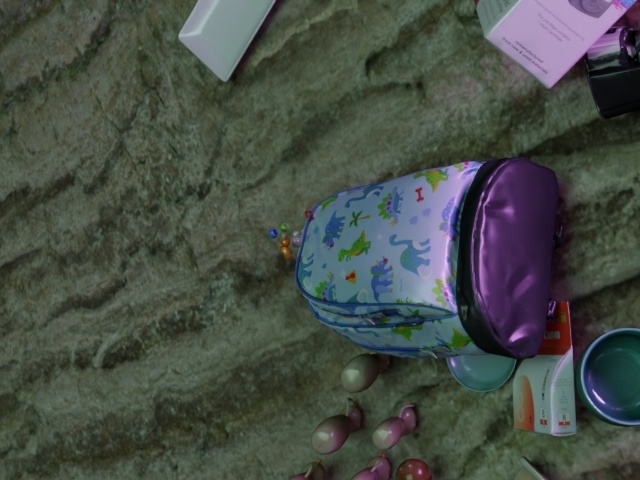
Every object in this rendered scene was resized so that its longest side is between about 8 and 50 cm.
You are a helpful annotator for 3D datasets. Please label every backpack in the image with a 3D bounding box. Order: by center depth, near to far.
[{"bbox_3d":[0.137,0.034,1.828,0.355,0.273,0.290,-18,57,56],"label":"backpack"}]

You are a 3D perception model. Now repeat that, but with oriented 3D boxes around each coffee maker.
[{"bbox_3d":[0.453,-0.219,1.689,0.178,0.120,0.171,-13,81,35],"label":"coffee maker"}]

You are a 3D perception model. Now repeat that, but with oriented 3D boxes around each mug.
[{"bbox_3d":[0.420,0.188,1.702,0.158,0.097,0.129,17,82,6],"label":"mug"}]

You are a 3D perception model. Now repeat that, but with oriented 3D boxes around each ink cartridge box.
[{"bbox_3d":[0.351,-0.387,1.700,0.306,0.131,0.226,-48,21,25],"label":"ink cartridge box"},{"bbox_3d":[0.307,0.178,1.770,0.145,0.045,0.179,158,107,-78],"label":"ink cartridge box"}]

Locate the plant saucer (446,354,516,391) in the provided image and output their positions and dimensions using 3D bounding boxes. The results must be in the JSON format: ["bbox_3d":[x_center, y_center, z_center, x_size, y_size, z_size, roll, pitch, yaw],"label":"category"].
[{"bbox_3d":[0.241,0.164,1.882,0.119,0.021,0.119,-1,87,36],"label":"plant saucer"}]

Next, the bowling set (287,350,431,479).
[{"bbox_3d":[0.082,0.322,1.937,0.200,0.154,0.287,34,106,12],"label":"bowling set"}]

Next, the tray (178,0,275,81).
[{"bbox_3d":[-0.130,-0.416,2.166,0.145,0.030,0.270,45,113,29],"label":"tray"}]

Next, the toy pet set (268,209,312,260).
[{"bbox_3d":[0.000,0.000,2.005,0.065,0.122,0.114,-35,88,37],"label":"toy pet set"}]

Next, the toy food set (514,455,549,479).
[{"bbox_3d":[0.280,0.490,1.797,0.220,0.092,0.306,43,112,29],"label":"toy food set"}]
